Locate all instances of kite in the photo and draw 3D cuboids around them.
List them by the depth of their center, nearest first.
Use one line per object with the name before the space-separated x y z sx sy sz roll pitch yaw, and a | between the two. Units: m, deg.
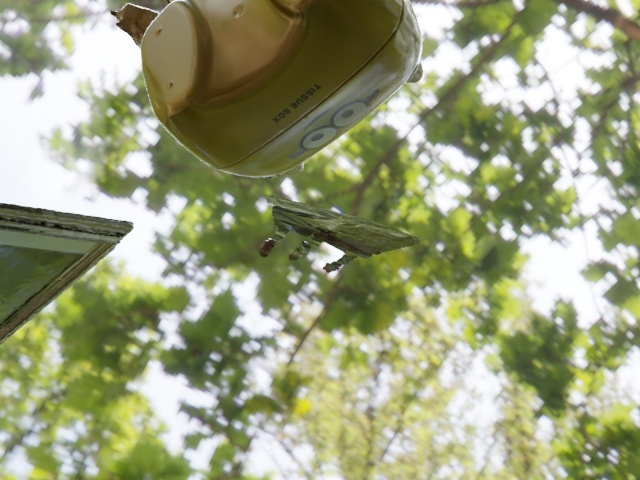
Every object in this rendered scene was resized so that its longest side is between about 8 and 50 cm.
kite | 0.000 -0.001 1.359 0.245 0.141 0.015 140 -32 -73

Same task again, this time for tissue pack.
tissue pack | -0.021 -0.127 0.984 0.178 0.127 0.123 -36 -133 21

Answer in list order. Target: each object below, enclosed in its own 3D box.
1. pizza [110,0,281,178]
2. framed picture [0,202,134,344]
pizza | -0.088 -0.149 1.406 0.069 0.147 0.226 -46 -107 19
framed picture | -0.304 0.037 1.035 0.231 0.293 0.018 -37 -117 30
